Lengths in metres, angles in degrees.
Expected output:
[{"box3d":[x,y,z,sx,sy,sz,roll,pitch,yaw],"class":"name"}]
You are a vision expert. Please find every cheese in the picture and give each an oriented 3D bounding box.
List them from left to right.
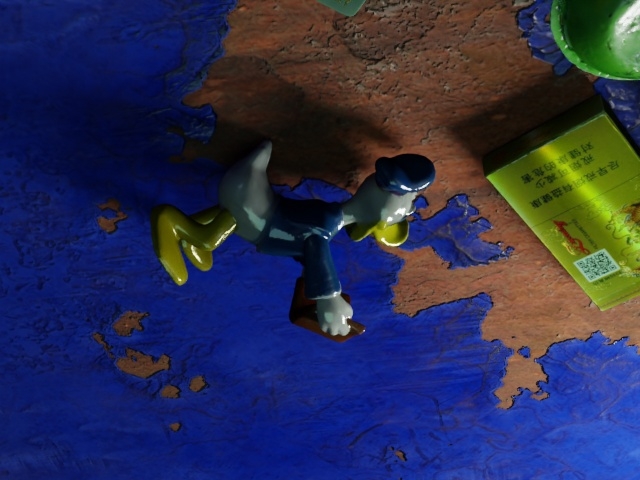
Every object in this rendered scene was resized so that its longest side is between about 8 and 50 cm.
[{"box3d":[0.311,-0.266,1.137,0.204,0.083,0.320,-25,132,23],"class":"cheese"}]

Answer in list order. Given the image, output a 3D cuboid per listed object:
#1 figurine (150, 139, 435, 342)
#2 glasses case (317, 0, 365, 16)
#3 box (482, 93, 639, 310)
[{"box3d":[0.000,0.000,1.447,0.338,0.204,0.284,-27,102,10],"class":"figurine"},{"box3d":[-0.023,-0.316,1.239,0.184,0.039,0.078,24,130,-20],"class":"glasses case"},{"box3d":[0.364,-0.039,1.491,0.173,0.043,0.311,-29,126,26],"class":"box"}]
